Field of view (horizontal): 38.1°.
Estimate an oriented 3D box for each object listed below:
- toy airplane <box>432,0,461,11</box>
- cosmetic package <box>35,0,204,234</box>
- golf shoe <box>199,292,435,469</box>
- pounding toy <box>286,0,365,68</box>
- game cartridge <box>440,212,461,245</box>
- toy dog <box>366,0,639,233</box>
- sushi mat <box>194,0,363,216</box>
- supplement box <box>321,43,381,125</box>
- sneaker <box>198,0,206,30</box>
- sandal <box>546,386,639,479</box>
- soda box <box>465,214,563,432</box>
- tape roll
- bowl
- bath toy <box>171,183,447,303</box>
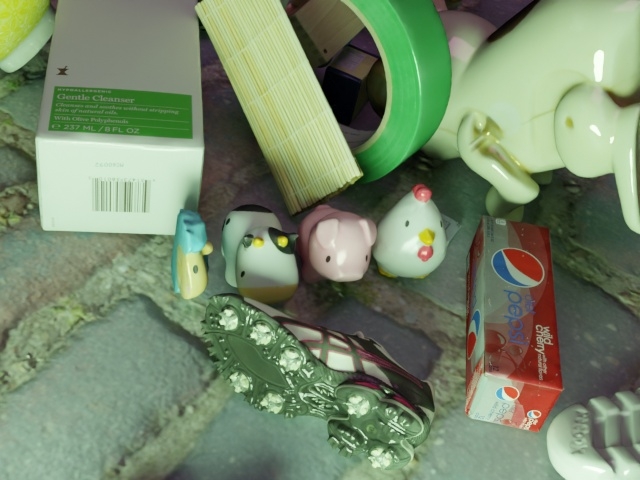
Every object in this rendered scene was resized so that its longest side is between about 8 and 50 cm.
[{"bbox_3d":[0.161,-0.462,1.566,0.384,0.272,0.386,25,80,26],"label":"toy airplane"},{"bbox_3d":[-0.255,-0.185,1.212,0.196,0.155,0.366,1,46,-12],"label":"cosmetic package"},{"bbox_3d":[-0.003,0.138,1.001,0.272,0.105,0.120,32,30,10],"label":"golf shoe"},{"bbox_3d":[-0.011,-0.323,1.400,0.094,0.181,0.206,54,53,-18],"label":"pounding toy"},{"bbox_3d":[0.142,-0.022,1.247,0.083,0.017,0.056,29,42,15],"label":"game cartridge"},{"bbox_3d":[0.257,-0.202,1.225,0.407,0.395,0.285,5,47,42],"label":"toy dog"},{"bbox_3d":[-0.058,-0.192,1.176,0.019,0.151,0.317,-20,82,-43],"label":"sushi mat"},{"bbox_3d":[0.042,-0.233,1.387,0.056,0.083,0.083,26,45,10],"label":"supplement box"},{"bbox_3d":[-0.232,-0.394,1.508,0.078,0.067,0.188,-34,60,-14],"label":"sneaker"},{"bbox_3d":[0.454,0.227,1.020,0.416,0.102,0.169,-2,29,2],"label":"sandal"},{"bbox_3d":[0.225,0.091,1.102,0.092,0.083,0.263,12,44,-1],"label":"soda box"},{"bbox_3d":[0.015,-0.233,1.207,0.321,0.321,0.077,35,46,21],"label":"tape roll"},{"bbox_3d":[-0.457,-0.324,1.278,0.156,0.289,0.290,43,29,-35],"label":"bowl"},{"bbox_3d":[0.000,0.000,1.106,0.348,0.129,0.151,-5,46,-20],"label":"bath toy"}]
